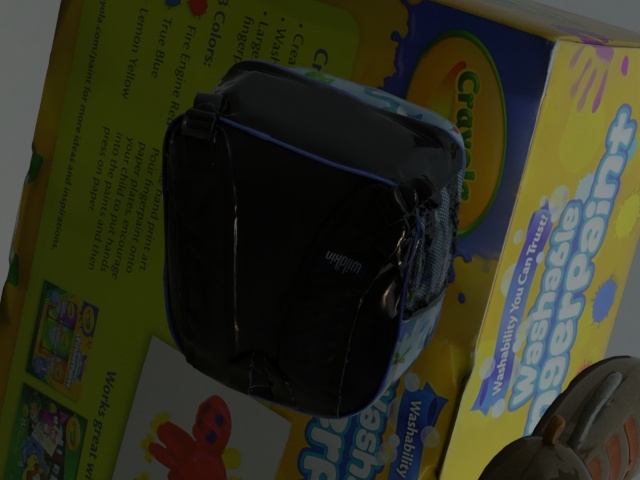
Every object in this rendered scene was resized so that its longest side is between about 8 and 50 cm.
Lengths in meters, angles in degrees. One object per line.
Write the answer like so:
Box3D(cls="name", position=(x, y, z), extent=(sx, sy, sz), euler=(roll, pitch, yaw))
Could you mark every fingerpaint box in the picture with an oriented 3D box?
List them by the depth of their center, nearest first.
Box3D(cls="fingerpaint box", position=(-0.015, 0.040, 1.142), extent=(0.371, 0.163, 0.445), euler=(23, -73, 35))

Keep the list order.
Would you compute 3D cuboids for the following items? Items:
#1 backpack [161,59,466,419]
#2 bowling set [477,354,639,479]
Box3D(cls="backpack", position=(0.000, 0.000, 0.653), extent=(0.105, 0.084, 0.114), euler=(21, -55, 19))
Box3D(cls="bowling set", position=(0.093, 0.199, 0.605), extent=(0.200, 0.154, 0.287), euler=(30, -64, 17))
